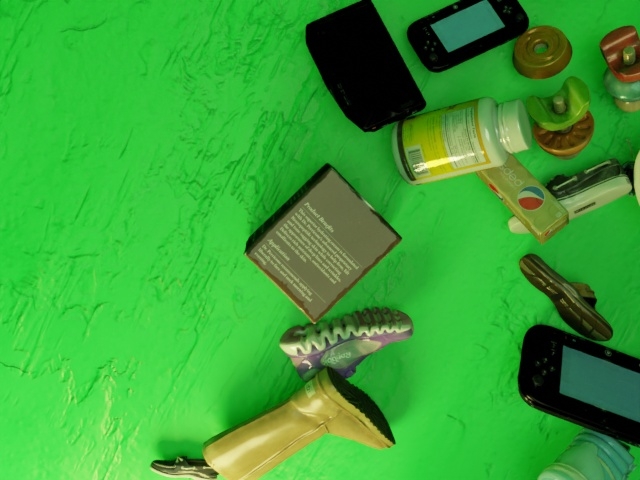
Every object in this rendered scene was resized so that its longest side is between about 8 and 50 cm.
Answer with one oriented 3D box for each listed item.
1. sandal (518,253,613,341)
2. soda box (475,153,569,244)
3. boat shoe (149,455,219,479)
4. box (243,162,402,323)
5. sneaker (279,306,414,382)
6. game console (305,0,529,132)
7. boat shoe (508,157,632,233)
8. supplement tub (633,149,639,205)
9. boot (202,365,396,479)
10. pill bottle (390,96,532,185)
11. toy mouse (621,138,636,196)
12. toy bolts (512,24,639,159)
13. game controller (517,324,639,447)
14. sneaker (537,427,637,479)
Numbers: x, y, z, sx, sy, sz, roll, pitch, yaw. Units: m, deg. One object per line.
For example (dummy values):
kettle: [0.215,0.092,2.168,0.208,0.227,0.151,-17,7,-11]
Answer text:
sandal: [0.446,0.095,1.555,0.219,0.090,0.060,44,71,-1]
soda box: [0.340,-0.083,1.483,0.061,0.058,0.181,-39,66,2]
boat shoe: [-0.242,0.405,1.564,0.125,0.046,0.038,13,97,-8]
box: [0.000,0.000,1.463,0.203,0.167,0.168,-44,97,3]
sneaker: [0.051,0.189,1.535,0.236,0.095,0.105,-13,105,3]
game console: [0.170,-0.337,1.467,0.361,0.044,0.213,-25,79,-7]
boat shoe: [0.429,-0.077,1.531,0.219,0.078,0.070,-22,66,8]
supplement tub: [0.688,-0.116,1.451,0.272,0.191,0.191,-14,98,-15]
boot: [-0.034,0.353,1.548,0.269,0.089,0.236,-36,121,14]
pill bottle: [0.233,-0.167,1.441,0.214,0.117,0.117,-11,99,26]
toy mouse: [0.581,-0.127,1.547,0.161,0.031,0.143,-45,98,3]
toy bolts: [0.455,-0.265,1.498,0.228,0.158,0.218,-23,58,10]
game controller: [0.500,0.262,1.544,0.319,0.067,0.167,21,61,-5]
sneaker: [0.495,0.475,1.579,0.208,0.127,0.319,-38,134,-32]
